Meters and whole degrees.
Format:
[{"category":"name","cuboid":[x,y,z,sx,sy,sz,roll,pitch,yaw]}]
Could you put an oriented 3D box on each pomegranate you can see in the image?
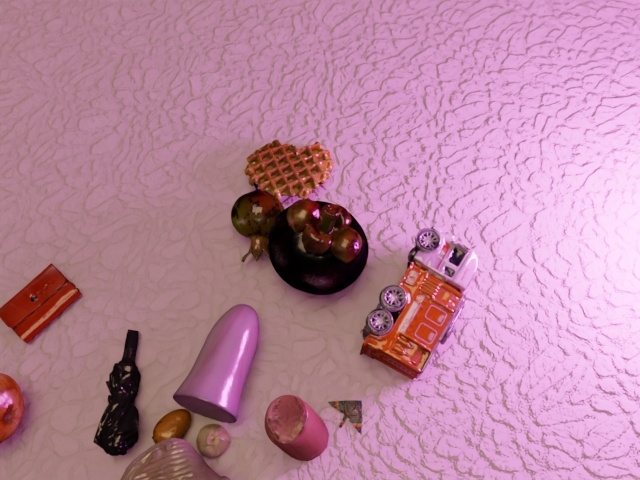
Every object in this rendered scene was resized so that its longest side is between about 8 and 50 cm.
[{"category":"pomegranate","cuboid":[-0.865,0.430,1.751,0.207,0.207,0.207,-2,65,4]},{"category":"pomegranate","cuboid":[-0.177,-0.044,1.951,0.156,0.156,0.220,-2,64,4]}]

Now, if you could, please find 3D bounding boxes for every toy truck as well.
[{"category":"toy truck","cuboid":[0.269,0.163,1.810,0.207,0.173,0.387,30,73,10]}]

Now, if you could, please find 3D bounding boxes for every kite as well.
[{"category":"kite","cuboid":[0.074,0.445,1.778,0.122,0.004,0.090,36,73,19]}]

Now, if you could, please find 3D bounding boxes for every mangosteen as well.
[{"category":"mangosteen","cuboid":[0.000,0.000,1.830,0.275,0.302,0.274,5,59,-8]}]

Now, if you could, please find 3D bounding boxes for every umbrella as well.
[{"category":"umbrella","cuboid":[-0.515,0.392,1.807,0.118,0.118,0.339,-3,55,3]}]

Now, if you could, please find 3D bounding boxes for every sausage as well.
[{"category":"sausage","cuboid":[-0.059,0.451,1.652,0.123,0.253,0.123,-4,64,8]}]

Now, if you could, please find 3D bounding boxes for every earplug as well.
[{"category":"earplug","cuboid":[-0.247,0.301,1.797,0.173,0.172,0.301,14,60,11]}]

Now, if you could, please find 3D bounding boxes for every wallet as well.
[{"category":"wallet","cuboid":[-0.798,0.176,1.952,0.142,0.045,0.204,39,73,20]}]

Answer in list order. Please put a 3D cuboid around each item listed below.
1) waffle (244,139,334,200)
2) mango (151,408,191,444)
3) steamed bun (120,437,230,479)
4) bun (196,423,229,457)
[{"category":"waffle","cuboid":[-0.098,-0.224,2.067,0.253,0.056,0.249,26,59,20]},{"category":"mango","cuboid":[-0.381,0.482,1.769,0.079,0.057,0.114,38,69,27]},{"category":"steamed bun","cuboid":[-0.352,0.664,1.601,0.324,0.219,0.310,21,50,40]},{"category":"bun","cuboid":[-0.277,0.508,1.749,0.086,0.054,0.086,-2,66,4]}]
